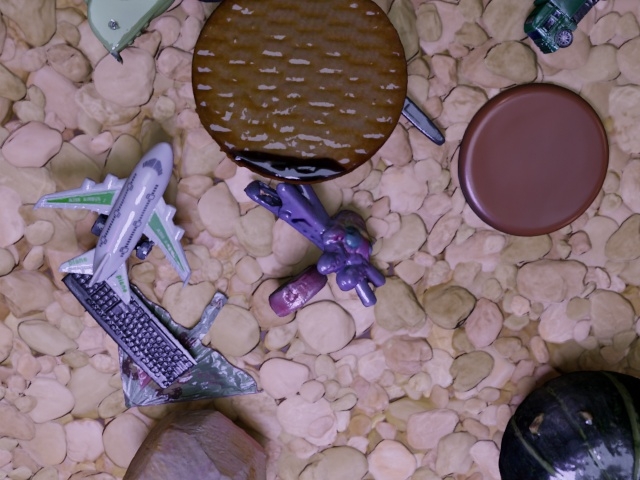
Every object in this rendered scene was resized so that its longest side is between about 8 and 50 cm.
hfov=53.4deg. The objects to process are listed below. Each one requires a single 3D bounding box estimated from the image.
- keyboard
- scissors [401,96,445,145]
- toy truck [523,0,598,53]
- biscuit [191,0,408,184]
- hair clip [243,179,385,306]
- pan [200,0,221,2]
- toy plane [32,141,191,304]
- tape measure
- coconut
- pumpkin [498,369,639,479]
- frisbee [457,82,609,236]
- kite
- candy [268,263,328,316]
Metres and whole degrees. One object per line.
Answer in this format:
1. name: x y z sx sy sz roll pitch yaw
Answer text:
1. keyboard: -0.314 0.136 1.046 0.087 0.017 0.250 -38 101 6
2. scissors: 0.116 -0.226 0.993 0.220 0.017 0.088 42 95 -11
3. toy truck: 0.372 -0.356 0.952 0.079 0.065 0.147 37 99 -8
4. biscuit: -0.030 -0.239 0.930 0.318 0.040 0.318 0 87 -4
5. hair clip: 0.006 -0.009 0.992 0.278 0.137 0.090 40 133 -10
6. pan: -0.143 -0.446 0.869 0.136 0.028 0.235 11 100 -44
7. toy plane: -0.292 -0.038 0.974 0.251 0.101 0.255 28 96 -9
8. tape measure: -0.270 -0.381 0.888 0.200 0.106 0.175 -41 110 3
9. coconut: -0.193 0.399 1.022 0.237 0.237 0.197 41 103 -11
10. pumpkin: 0.456 0.370 1.037 0.323 0.241 0.323 -1 101 -3
11. frisbee: 0.346 -0.127 1.029 0.251 0.021 0.251 -1 102 -4
12. kite: -0.247 0.190 1.074 0.323 0.013 0.268 42 98 -11
13. candy: -0.036 0.079 1.013 0.103 0.103 0.043 -36 91 5
